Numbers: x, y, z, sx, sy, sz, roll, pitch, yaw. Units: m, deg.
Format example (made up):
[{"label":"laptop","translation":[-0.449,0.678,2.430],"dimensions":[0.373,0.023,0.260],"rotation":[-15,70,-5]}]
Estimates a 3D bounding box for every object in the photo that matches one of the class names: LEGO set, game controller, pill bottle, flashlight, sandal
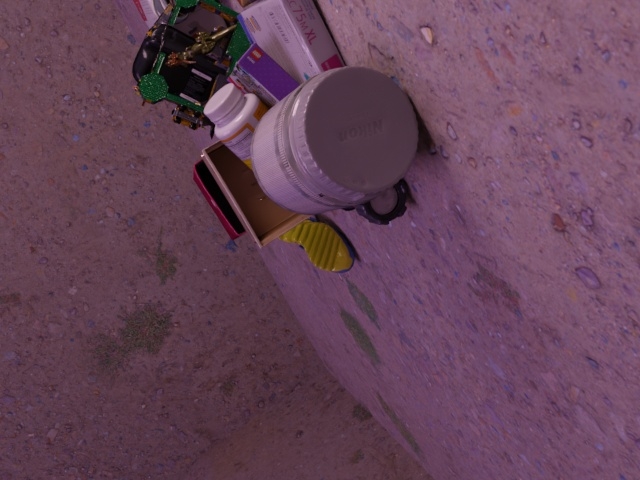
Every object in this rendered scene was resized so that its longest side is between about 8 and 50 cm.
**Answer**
[{"label":"LEGO set","translation":[-0.290,-0.419,1.494],"dimensions":[0.192,0.254,0.332],"rotation":[-163,85,-72]},{"label":"game controller","translation":[-0.313,-0.415,1.637],"dimensions":[0.319,0.167,0.067],"rotation":[24,-157,-26]},{"label":"pill bottle","translation":[-0.135,-0.218,1.314],"dimensions":[0.215,0.117,0.117],"rotation":[43,176,-30]},{"label":"flashlight","translation":[0.076,-0.096,1.335],"dimensions":[0.103,0.103,0.304],"rotation":[60,167,-17]},{"label":"sandal","translation":[0.000,0.000,1.919],"dimensions":[0.138,0.126,0.317],"rotation":[18,-165,-47]}]

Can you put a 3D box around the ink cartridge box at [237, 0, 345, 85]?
[{"label":"ink cartridge box","translation":[-0.064,-0.387,1.254],"dimensions":[0.186,0.065,0.311],"rotation":[60,166,-22]}]

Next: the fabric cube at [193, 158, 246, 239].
[{"label":"fabric cube","translation":[-0.231,-0.174,1.998],"dimensions":[0.254,0.259,0.258],"rotation":[57,168,-4]}]

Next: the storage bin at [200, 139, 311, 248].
[{"label":"storage bin","translation":[-0.115,-0.162,1.553],"dimensions":[0.262,0.260,0.123],"rotation":[59,167,-9]}]

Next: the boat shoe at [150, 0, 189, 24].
[{"label":"boat shoe","translation":[-0.354,-0.669,1.485],"dimensions":[0.099,0.116,0.320],"rotation":[35,134,50]}]

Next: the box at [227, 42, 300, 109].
[{"label":"box","translation":[-0.058,-0.269,1.325],"dimensions":[0.293,0.057,0.201],"rotation":[41,174,-14]}]

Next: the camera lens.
[{"label":"camera lens","translation":[0.013,-0.162,1.090],"dimensions":[0.220,0.219,0.274],"rotation":[59,159,-9]}]

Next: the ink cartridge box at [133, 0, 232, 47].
[{"label":"ink cartridge box","translation":[-0.347,-0.540,1.766],"dimensions":[0.279,0.160,0.385],"rotation":[36,155,61]}]

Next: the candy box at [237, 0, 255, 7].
[{"label":"candy box","translation":[-0.163,-0.558,1.248],"dimensions":[0.109,0.053,0.187],"rotation":[55,169,8]}]
